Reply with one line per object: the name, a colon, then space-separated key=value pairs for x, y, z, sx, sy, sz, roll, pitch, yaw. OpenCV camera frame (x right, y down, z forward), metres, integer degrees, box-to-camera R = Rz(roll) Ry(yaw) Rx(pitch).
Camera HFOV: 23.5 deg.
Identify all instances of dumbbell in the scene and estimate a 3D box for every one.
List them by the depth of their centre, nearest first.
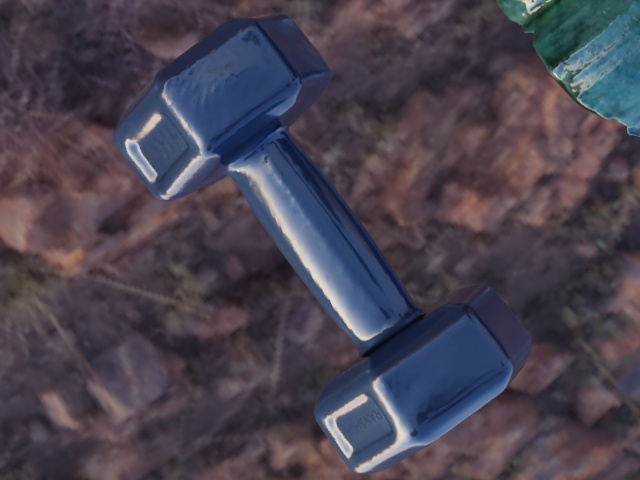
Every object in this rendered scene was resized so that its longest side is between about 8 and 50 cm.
dumbbell: x=0.000 y=-0.001 z=1.070 sx=0.156 sy=0.316 sz=0.143 roll=-36 pitch=177 yaw=-10

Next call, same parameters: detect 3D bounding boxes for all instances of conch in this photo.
conch: x=0.220 y=-0.206 z=1.233 sx=0.196 sy=0.202 sz=0.134 roll=-47 pitch=168 yaw=-54
